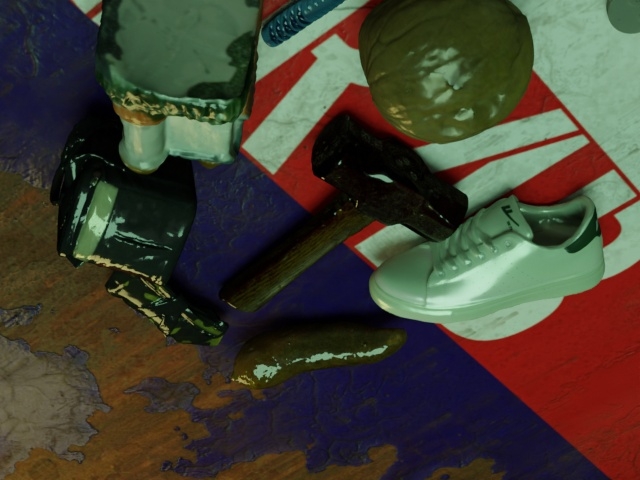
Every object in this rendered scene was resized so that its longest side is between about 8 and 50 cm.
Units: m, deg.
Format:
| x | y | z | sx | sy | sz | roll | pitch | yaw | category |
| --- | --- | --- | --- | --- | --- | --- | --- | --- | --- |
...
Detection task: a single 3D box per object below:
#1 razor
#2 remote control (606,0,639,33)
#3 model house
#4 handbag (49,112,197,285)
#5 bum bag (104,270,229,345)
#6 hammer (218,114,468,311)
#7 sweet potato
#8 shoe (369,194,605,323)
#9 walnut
| x | y | z | sx | sy | sz | roll | pitch | yaw | category |
| --- | --- | --- | --- | --- | --- | --- | --- | --- | --- |
| 0.026 | -0.327 | 1.674 | 0.253 | 0.042 | 0.082 | -29 | 127 | 23 | razor |
| 0.488 | -0.348 | 1.690 | 0.245 | 0.022 | 0.077 | -28 | 130 | 21 | remote control |
| -0.178 | -0.193 | 1.660 | 0.190 | 0.271 | 0.301 | 6 | 144 | -2 | model house |
| -0.277 | -0.055 | 1.768 | 0.181 | 0.254 | 0.181 | 18 | 114 | -16 | handbag |
| -0.240 | 0.102 | 2.039 | 0.106 | 0.060 | 0.232 | -23 | 128 | 29 | bum bag |
| 0.000 | 0.000 | 1.941 | 0.242 | 0.095 | 0.409 | 32 | 126 | -28 | hammer |
| -0.005 | 0.174 | 2.096 | 0.291 | 0.097 | 0.097 | -13 | 132 | 1 | sweet potato |
| 0.250 | 0.015 | 1.941 | 0.363 | 0.132 | 0.160 | -8 | 133 | -1 | shoe |
| 0.163 | -0.235 | 1.661 | 0.228 | 0.228 | 0.228 | -1 | 132 | -2 | walnut |
